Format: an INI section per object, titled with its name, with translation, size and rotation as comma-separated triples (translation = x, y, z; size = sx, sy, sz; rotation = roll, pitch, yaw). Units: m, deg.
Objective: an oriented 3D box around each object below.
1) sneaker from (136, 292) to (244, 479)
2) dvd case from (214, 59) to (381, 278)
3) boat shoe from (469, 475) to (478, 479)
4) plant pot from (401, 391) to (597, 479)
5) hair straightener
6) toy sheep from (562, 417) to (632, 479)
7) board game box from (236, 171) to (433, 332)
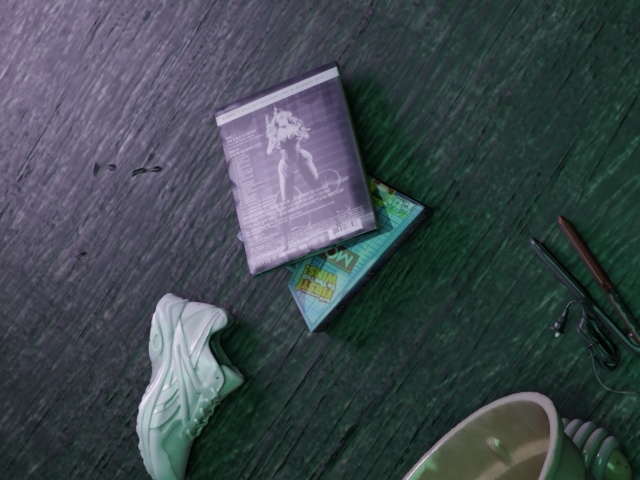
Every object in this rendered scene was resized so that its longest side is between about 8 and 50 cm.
[sneaker]
translation = -0.151, 0.182, 2.048
size = 0.115, 0.090, 0.232
rotation = 6, 91, 12
[dvd case]
translation = -0.029, -0.083, 2.003
size = 0.165, 0.018, 0.221
rotation = -21, 67, 18
[boat shoe]
translation = 0.177, 0.280, 1.971
size = 0.063, 0.066, 0.184
rotation = 37, 96, -1
[plant pot]
translation = 0.237, 0.383, 1.814
size = 0.305, 0.334, 0.334
rotation = 41, 100, -12
[hair straightener]
translation = 0.307, 0.088, 1.954
size = 0.089, 0.047, 0.230
rotation = -36, 84, 12
[toy sheep]
translation = 0.287, 0.243, 1.930
size = 0.132, 0.091, 0.091
rotation = 19, 94, 21
[board game box]
translation = 0.000, 0.000, 2.025
size = 0.194, 0.060, 0.194
rotation = 30, 95, 14
